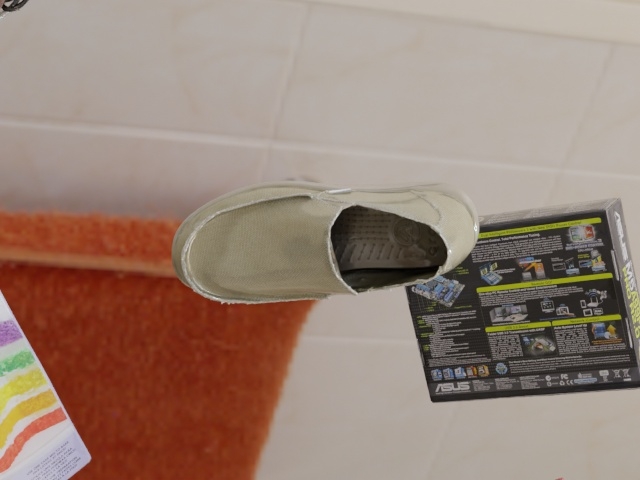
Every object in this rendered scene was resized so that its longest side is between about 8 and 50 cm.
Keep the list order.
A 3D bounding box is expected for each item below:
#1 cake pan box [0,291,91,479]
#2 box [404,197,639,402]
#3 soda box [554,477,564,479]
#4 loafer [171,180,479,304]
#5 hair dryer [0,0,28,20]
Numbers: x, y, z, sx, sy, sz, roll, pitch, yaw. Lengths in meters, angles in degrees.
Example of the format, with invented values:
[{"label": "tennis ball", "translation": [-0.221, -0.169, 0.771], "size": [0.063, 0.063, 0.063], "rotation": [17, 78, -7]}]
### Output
[{"label": "cake pan box", "translation": [-0.344, 0.175, 1.120], "size": [0.070, 0.267, 0.245], "rotation": [32, -31, 41]}, {"label": "box", "translation": [0.238, 0.074, 1.612], "size": [0.270, 0.060, 0.216], "rotation": [-9, -79, 29]}, {"label": "soda box", "translation": [0.281, 0.395, 1.463], "size": [0.263, 0.083, 0.092], "rotation": [61, 24, -2]}, {"label": "loafer", "translation": [0.000, 0.000, 1.162], "size": [0.092, 0.269, 0.101], "rotation": [-68, 148, -76]}, {"label": "hair dryer", "translation": [-0.306, -0.259, 1.312], "size": [0.080, 0.224, 0.293], "rotation": [57, 8, -14]}]
